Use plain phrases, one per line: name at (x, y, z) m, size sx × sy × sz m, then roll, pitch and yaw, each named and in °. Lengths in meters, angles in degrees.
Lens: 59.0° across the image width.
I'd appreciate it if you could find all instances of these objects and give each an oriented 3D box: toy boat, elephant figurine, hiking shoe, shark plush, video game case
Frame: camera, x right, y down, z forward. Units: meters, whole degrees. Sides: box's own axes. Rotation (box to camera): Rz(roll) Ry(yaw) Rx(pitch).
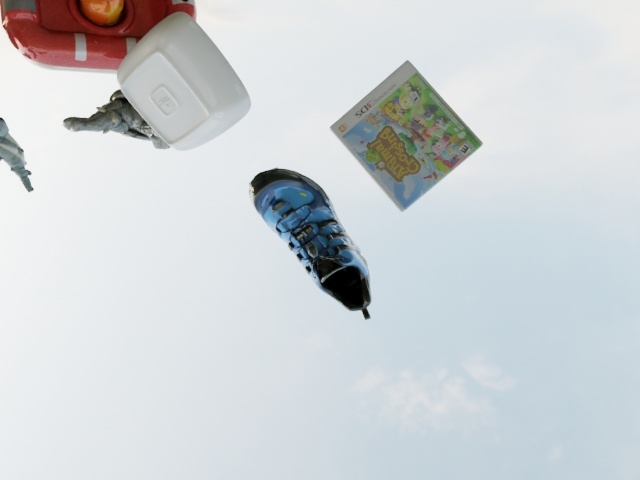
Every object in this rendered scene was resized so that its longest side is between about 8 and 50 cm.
toy boat at (-0.266, -0.299, 0.699) m, size 0.231 × 0.150 × 0.151 m, roll -6°, pitch 169°, yaw -27°
elephant figurine at (-0.482, -0.319, 1.428) m, size 0.240 × 0.186 × 0.169 m, roll 1°, pitch -107°, yaw 12°
hiking shoe at (0.000, 0.000, 0.952) m, size 0.113 × 0.304 × 0.132 m, roll -39°, pitch -149°, yaw 10°
shark plush at (-0.619, -0.163, 1.104) m, size 0.073 × 0.161 × 0.067 m, roll 4°, pitch -142°, yaw 46°
video game case at (0.156, -0.192, 1.047) m, size 0.193 × 0.212 × 0.023 m, roll -40°, pitch 174°, yaw 5°

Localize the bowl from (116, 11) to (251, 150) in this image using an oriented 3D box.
bowl at (-0.168, -0.174, 0.662) m, size 0.142 × 0.142 × 0.053 m, roll -22°, pitch -155°, yaw 38°
